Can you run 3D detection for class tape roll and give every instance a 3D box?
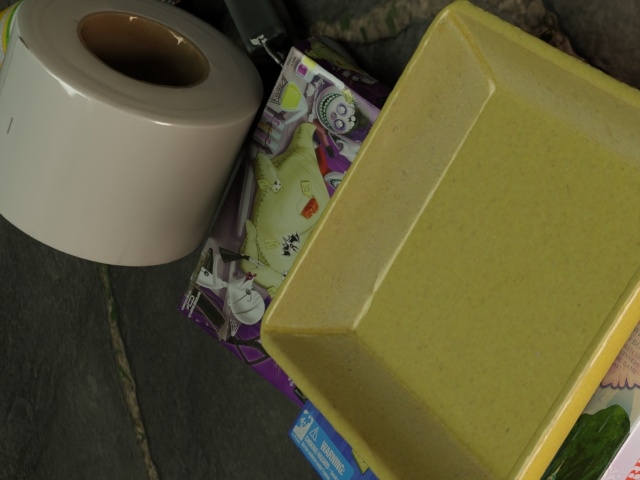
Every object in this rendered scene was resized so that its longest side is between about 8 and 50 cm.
[{"bbox_3d":[-0.195,-0.115,1.323,0.246,0.246,0.169,49,128,33],"label":"tape roll"}]

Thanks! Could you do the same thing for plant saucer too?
[{"bbox_3d":[0.126,0.021,1.028,0.332,0.081,0.333,-59,37,10],"label":"plant saucer"}]

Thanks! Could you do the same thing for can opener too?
[{"bbox_3d":[-0.037,-0.215,1.378,0.093,0.074,0.280,-34,69,13],"label":"can opener"}]

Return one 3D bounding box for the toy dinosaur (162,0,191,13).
[{"bbox_3d":[-0.213,-0.294,1.496,0.322,0.164,0.218,59,178,16],"label":"toy dinosaur"}]

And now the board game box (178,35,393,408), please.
[{"bbox_3d":[0.000,0.000,1.325,0.208,0.056,0.346,34,127,11],"label":"board game box"}]

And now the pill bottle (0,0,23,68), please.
[{"bbox_3d":[-0.375,-0.225,1.724,0.246,0.136,0.136,-10,89,51],"label":"pill bottle"}]

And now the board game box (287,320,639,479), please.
[{"bbox_3d":[0.137,0.120,1.087,0.318,0.066,0.319,-60,38,12],"label":"board game box"}]
